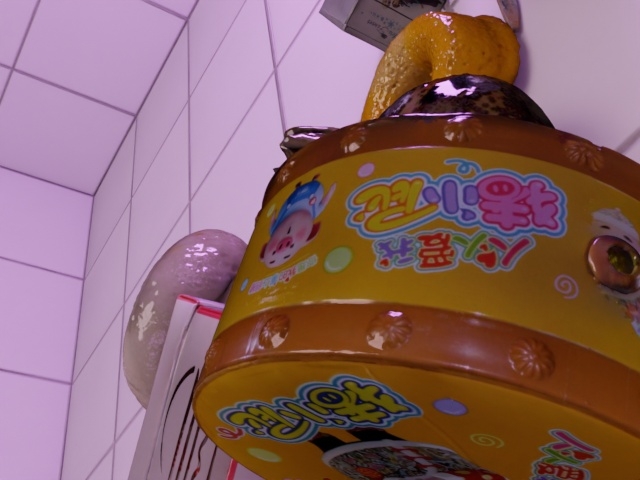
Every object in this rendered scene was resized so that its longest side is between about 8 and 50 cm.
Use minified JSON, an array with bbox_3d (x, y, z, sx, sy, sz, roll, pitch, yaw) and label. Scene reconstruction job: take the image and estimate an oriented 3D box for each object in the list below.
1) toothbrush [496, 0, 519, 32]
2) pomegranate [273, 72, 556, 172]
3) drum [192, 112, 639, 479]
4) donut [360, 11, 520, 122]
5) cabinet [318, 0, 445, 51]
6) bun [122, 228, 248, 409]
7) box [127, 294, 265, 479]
[{"bbox_3d":[0.262,-0.445,1.180,0.037,0.028,0.375,100,169,-52],"label":"toothbrush"},{"bbox_3d":[0.110,-0.066,0.880,0.285,0.341,0.285,-168,90,-69],"label":"pomegranate"},{"bbox_3d":[0.116,0.104,0.652,0.431,0.431,0.214,-32,33,51],"label":"drum"},{"bbox_3d":[0.159,-0.201,1.122,0.303,0.110,0.302,-41,41,50],"label":"donut"},{"bbox_3d":[0.124,-0.440,1.308,0.206,0.145,0.150,-61,28,18],"label":"cabinet"},{"bbox_3d":[-0.198,0.165,1.380,0.365,0.219,0.365,15,-90,-80],"label":"bun"},{"bbox_3d":[-0.041,0.265,0.987,0.300,0.312,0.314,3,77,60],"label":"box"}]
